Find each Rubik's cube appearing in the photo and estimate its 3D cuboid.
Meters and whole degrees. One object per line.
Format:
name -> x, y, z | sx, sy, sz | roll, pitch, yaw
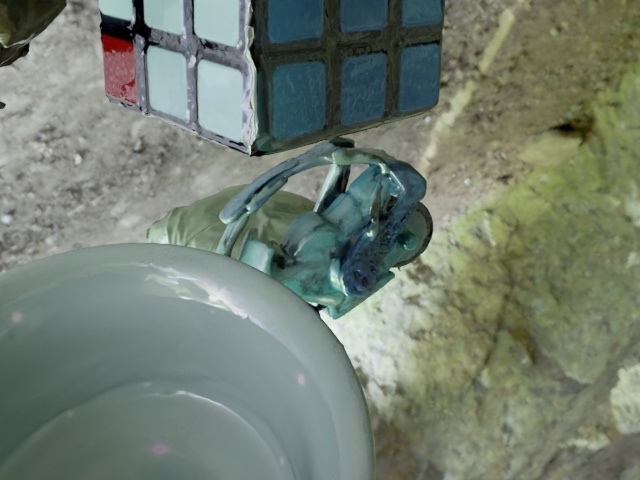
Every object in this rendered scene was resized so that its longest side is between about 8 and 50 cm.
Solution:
Rubik's cube -> -0.029, -0.157, 0.495 | 0.161, 0.163, 0.162 | -19, 122, -41

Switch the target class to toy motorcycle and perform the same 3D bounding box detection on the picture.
toy motorcycle -> 0.000, 0.000, 0.914 | 0.260, 0.206, 0.154 | -38, -151, -5

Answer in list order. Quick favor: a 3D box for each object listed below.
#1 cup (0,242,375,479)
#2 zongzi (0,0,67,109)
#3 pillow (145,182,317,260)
cup -> -0.137, 0.181, 0.539 | 0.347, 0.347, 0.163 | -33, 145, -23
zongzi -> -0.264, -0.186, 0.596 | 0.111, 0.247, 0.241 | 26, 142, -34
pillow -> -0.137, -0.005, 1.445 | 0.283, 0.310, 0.138 | -27, 126, -37
